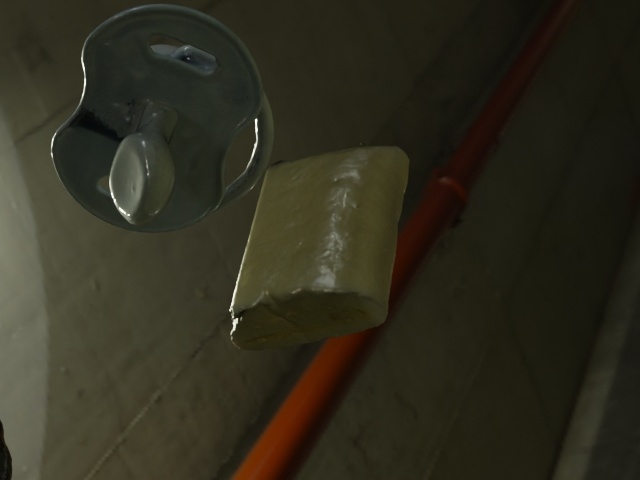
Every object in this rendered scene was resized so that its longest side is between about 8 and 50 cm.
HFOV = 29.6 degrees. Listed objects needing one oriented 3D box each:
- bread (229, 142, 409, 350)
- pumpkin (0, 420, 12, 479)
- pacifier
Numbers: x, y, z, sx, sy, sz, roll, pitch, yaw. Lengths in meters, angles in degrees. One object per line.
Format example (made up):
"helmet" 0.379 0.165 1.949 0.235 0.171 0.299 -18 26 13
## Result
"bread" -0.001 0.000 0.990 0.060 0.139 0.178 56 -149 -37
"pumpkin" -0.306 0.158 0.798 0.248 0.248 0.248 32 -130 -50
"pacifier" -0.165 -0.098 1.268 0.227 0.279 0.207 21 -149 -9
